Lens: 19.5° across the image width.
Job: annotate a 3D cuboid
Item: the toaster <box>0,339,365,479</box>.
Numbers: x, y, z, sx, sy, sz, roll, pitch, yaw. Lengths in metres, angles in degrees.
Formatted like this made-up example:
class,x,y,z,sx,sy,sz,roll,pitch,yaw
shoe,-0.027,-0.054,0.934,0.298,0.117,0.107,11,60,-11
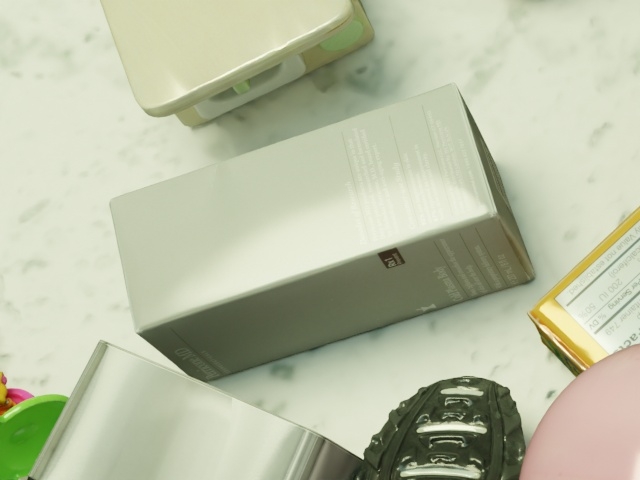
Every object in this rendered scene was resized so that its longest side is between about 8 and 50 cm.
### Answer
class,x,y,z,sx,sy,sz,roll,pitch,yaw
toaster,-0.070,0.147,1.111,0.168,0.185,0.110,20,81,24

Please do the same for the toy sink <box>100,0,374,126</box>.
class,x,y,z,sx,sy,sz,roll,pitch,yaw
toy sink,-0.062,-0.176,1.265,0.153,0.131,0.234,-26,59,6

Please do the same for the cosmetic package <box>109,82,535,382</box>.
class,x,y,z,sx,sy,sz,roll,pitch,yaw
cosmetic package,0.000,0.000,1.179,0.238,0.127,0.107,-21,65,10

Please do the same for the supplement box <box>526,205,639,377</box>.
class,x,y,z,sx,sy,sz,roll,pitch,yaw
supplement box,0.237,-0.001,1.133,0.233,0.078,0.080,-41,66,-1

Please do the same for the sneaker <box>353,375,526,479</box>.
class,x,y,z,sx,sy,sz,roll,pitch,yaw
sneaker,0.073,0.210,1.086,0.100,0.108,0.271,-1,66,17

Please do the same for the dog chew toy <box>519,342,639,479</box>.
class,x,y,z,sx,sy,sz,roll,pitch,yaw
dog chew toy,0.196,0.227,0.997,0.206,0.206,0.332,7,80,20

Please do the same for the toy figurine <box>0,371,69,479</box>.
class,x,y,z,sx,sy,sz,roll,pitch,yaw
toy figurine,-0.270,0.102,1.243,0.173,0.130,0.159,-26,52,-18
